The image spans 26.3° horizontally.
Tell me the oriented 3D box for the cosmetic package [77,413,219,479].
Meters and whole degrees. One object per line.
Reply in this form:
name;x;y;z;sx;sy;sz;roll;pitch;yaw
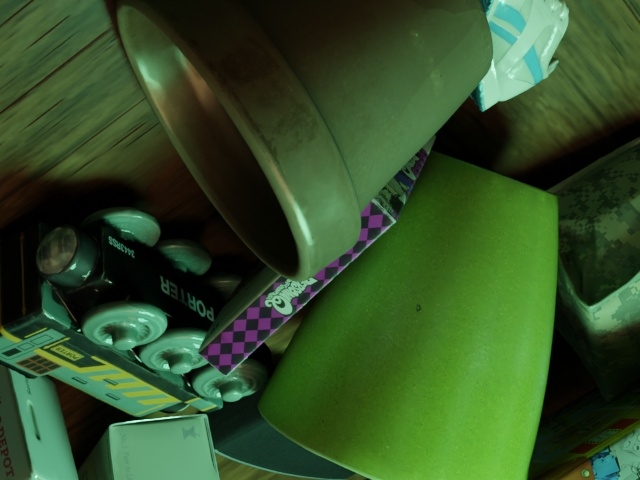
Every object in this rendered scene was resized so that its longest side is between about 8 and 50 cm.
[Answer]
cosmetic package;-0.204;0.316;1.520;0.113;0.160;0.309;-3;156;-22

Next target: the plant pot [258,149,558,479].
plant pot;0.115;0.070;1.335;0.274;0.274;0.294;15;97;-39

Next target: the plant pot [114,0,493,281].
plant pot;0.003;-0.135;1.068;0.229;0.263;0.263;-34;146;-12

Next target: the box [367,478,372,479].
box;0.023;0.468;1.911;0.311;0.148;0.121;-38;140;19

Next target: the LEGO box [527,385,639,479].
LEGO box;0.391;0.257;1.549;0.372;0.193;0.500;-30;175;-7

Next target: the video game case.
video game case;0.000;0.000;1.266;0.042;0.210;0.232;43;117;-7

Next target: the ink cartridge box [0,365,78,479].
ink cartridge box;-0.365;0.239;1.409;0.212;0.154;0.093;-32;145;14

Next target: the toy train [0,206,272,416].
toy train;-0.187;0.081;1.326;0.190;0.142;0.334;-21;149;22

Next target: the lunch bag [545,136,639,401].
lunch bag;0.375;0.001;1.460;0.287;0.169;0.235;-31;145;-1

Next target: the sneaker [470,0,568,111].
sneaker;0.158;-0.208;1.169;0.092;0.087;0.229;-25;152;-7

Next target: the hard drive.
hard drive;-0.006;0.228;1.645;0.172;0.054;0.254;-31;145;32
